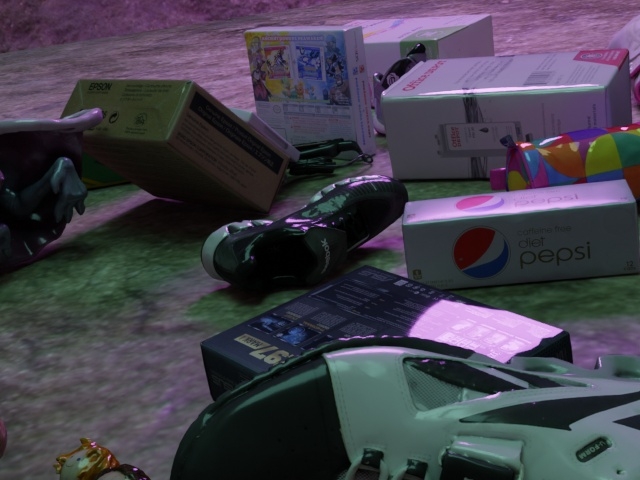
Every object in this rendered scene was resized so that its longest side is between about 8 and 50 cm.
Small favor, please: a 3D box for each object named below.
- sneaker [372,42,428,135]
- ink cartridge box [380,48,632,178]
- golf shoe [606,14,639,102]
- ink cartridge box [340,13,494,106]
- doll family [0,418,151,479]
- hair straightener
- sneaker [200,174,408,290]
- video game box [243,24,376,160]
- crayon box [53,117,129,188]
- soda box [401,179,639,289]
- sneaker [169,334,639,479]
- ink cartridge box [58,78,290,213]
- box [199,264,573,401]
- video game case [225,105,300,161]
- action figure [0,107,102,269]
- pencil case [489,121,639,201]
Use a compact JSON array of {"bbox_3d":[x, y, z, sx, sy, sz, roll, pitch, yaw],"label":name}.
[{"bbox_3d":[0.177,-0.226,1.499,0.229,0.132,0.086,-1,22,23],"label":"sneaker"},{"bbox_3d":[0.247,-0.166,1.325,0.283,0.117,0.207,1,23,24],"label":"ink cartridge box"},{"bbox_3d":[0.488,-0.261,1.496,0.140,0.115,0.306,-34,15,-8],"label":"golf shoe"},{"bbox_3d":[0.105,-0.317,1.800,0.354,0.119,0.207,6,25,35],"label":"ink cartridge box"},{"bbox_3d":[-0.167,0.185,0.592,0.263,0.118,0.163,6,42,46],"label":"doll family"},{"bbox_3d":[-0.042,-0.098,1.406,0.231,0.047,0.089,-3,38,1],"label":"hair straightener"},{"bbox_3d":[0.000,0.000,1.057,0.234,0.078,0.106,-20,25,-17],"label":"sneaker"},{"bbox_3d":[-0.017,-0.218,1.488,0.205,0.187,0.048,11,28,42],"label":"video game box"},{"bbox_3d":[-0.383,-0.138,1.593,0.319,0.081,0.202,-11,20,-2],"label":"crayon box"},{"bbox_3d":[0.189,-0.005,0.977,0.216,0.073,0.069,-6,20,10],"label":"soda box"},{"bbox_3d":[0.090,0.133,0.540,0.331,0.122,0.146,-2,25,-13],"label":"sneaker"},{"bbox_3d":[-0.188,-0.122,1.293,0.235,0.088,0.193,9,-18,41],"label":"ink cartridge box"},{"bbox_3d":[0.046,0.098,0.784,0.183,0.059,0.233,-23,25,-34],"label":"box"},{"bbox_3d":[-0.123,-0.149,1.344,0.157,0.019,0.143,15,-9,28],"label":"video game case"},{"bbox_3d":[-0.480,-0.110,1.259,0.370,0.275,0.248,37,30,29],"label":"action figure"},{"bbox_3d":[0.311,-0.082,1.103,0.237,0.104,0.104,-10,20,-7],"label":"pencil case"}]
